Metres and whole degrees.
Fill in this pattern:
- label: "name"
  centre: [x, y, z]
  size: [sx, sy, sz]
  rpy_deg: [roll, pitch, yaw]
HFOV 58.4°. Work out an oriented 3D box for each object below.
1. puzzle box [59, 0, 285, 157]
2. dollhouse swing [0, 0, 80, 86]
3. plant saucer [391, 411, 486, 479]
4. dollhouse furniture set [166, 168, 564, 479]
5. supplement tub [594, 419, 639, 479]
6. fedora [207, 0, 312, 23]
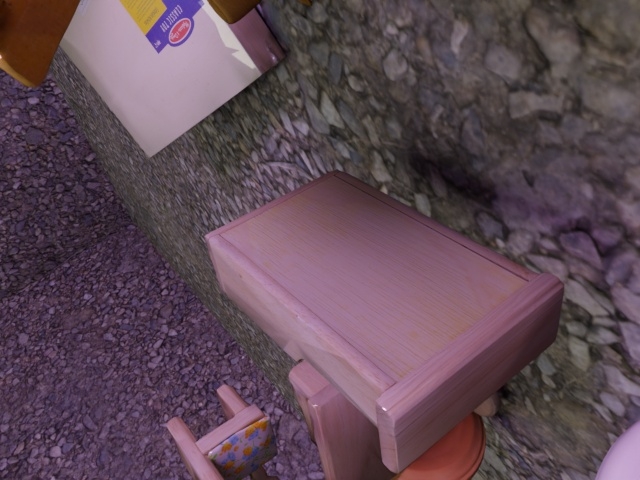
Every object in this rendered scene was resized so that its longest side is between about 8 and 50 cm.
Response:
- label: "puzzle box"
  centre: [-0.243, -0.287, 0.814]
  size: [0.409, 0.052, 0.272]
  rpy_deg: [-12, 118, 54]
- label: "dollhouse swing"
  centre: [-0.185, -0.313, 0.188]
  size: [0.315, 0.305, 0.347]
  rpy_deg: [38, 174, 20]
- label: "plant saucer"
  centre: [0.132, 0.256, 0.803]
  size: [0.200, 0.200, 0.037]
  rpy_deg: [40, 144, 36]
- label: "dollhouse furniture set"
  centre: [0.059, 0.167, 0.576]
  size: [0.256, 0.362, 0.394]
  rpy_deg: [35, 145, 43]
- label: "supplement tub"
  centre: [0.295, 0.279, 0.417]
  size: [0.228, 0.228, 0.316]
  rpy_deg: [39, 155, 38]
- label: "fedora"
  centre: [-0.094, -0.264, 0.539]
  size: [0.194, 0.079, 0.194]
  rpy_deg: [42, -169, -11]
